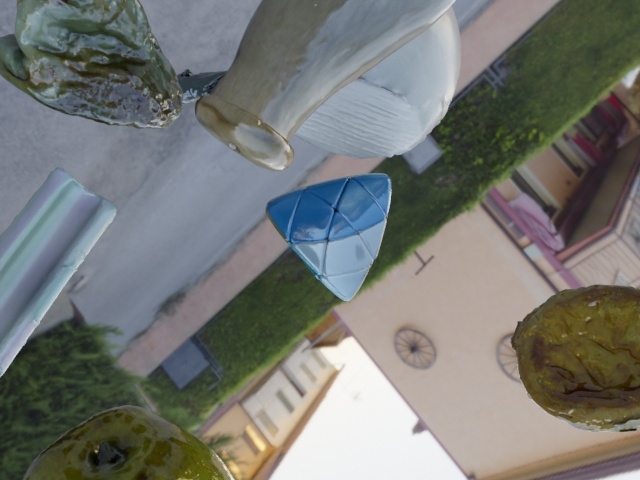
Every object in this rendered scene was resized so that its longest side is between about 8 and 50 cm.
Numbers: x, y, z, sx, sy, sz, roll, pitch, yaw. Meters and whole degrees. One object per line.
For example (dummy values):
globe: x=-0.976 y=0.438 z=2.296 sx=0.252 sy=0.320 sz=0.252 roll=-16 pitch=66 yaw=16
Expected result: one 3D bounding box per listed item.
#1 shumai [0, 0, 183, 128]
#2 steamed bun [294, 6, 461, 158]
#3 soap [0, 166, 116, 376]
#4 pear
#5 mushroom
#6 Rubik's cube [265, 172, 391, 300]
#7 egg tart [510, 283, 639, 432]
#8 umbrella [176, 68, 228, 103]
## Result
shumai: x=-0.277 y=-0.276 z=0.674 sx=0.204 sy=0.222 sz=0.272 roll=-60 pitch=178 yaw=16
steamed bun: x=0.067 y=-0.299 z=0.765 sx=0.309 sy=0.309 sz=0.309 roll=-39 pitch=174 yaw=-5
soap: x=-0.478 y=0.066 z=0.792 sx=0.208 sy=0.115 sz=0.347 roll=-6 pitch=-128 yaw=58
pear: x=-0.195 y=0.332 z=0.544 sx=0.252 sy=0.308 sz=0.253 roll=-2 pitch=-159 yaw=1
mushroom: x=0.008 y=-0.161 z=0.380 sx=0.247 sy=0.108 sz=0.096 roll=-46 pitch=-175 yaw=-6
Rubik's cube: x=0.000 y=0.000 z=0.969 sx=0.254 sy=0.254 sz=0.254 roll=-39 pitch=174 yaw=-5
egg tart: x=0.561 y=0.233 z=1.001 sx=0.340 sy=0.129 sz=0.341 roll=-23 pitch=-139 yaw=21
umbrella: x=-0.298 y=-0.416 z=1.377 sx=0.348 sy=0.094 sz=0.143 roll=1 pitch=-128 yaw=29
